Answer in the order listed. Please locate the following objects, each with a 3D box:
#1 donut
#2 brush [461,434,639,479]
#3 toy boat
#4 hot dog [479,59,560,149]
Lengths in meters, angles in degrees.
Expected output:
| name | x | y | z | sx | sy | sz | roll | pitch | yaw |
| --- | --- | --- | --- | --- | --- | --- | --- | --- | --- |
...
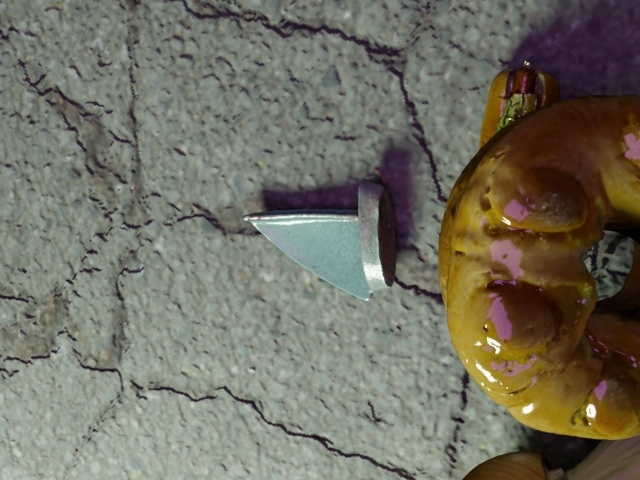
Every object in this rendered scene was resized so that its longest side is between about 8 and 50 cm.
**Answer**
| name | x | y | z | sx | sy | sz | roll | pitch | yaw |
| --- | --- | --- | --- | --- | --- | --- | --- | --- | --- |
| donut | 0.181 | 0.015 | 0.503 | 0.226 | 0.114 | 0.226 | -1 | 98 | -7 |
| brush | 0.214 | 0.258 | 0.559 | 0.166 | 0.174 | 0.267 | -20 | 103 | 12 |
| toy boat | -0.001 | 0.000 | 0.643 | 0.122 | 0.034 | 0.096 | 0 | 102 | 28 |
| hot dog | 0.140 | -0.060 | 0.570 | 0.056 | 0.041 | 0.133 | 10 | 105 | 17 |
